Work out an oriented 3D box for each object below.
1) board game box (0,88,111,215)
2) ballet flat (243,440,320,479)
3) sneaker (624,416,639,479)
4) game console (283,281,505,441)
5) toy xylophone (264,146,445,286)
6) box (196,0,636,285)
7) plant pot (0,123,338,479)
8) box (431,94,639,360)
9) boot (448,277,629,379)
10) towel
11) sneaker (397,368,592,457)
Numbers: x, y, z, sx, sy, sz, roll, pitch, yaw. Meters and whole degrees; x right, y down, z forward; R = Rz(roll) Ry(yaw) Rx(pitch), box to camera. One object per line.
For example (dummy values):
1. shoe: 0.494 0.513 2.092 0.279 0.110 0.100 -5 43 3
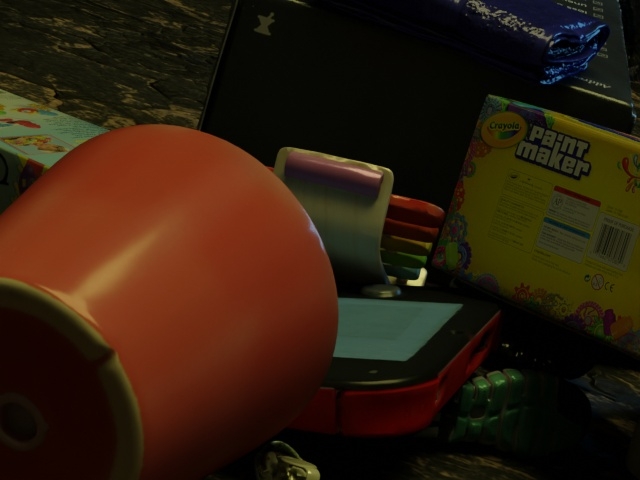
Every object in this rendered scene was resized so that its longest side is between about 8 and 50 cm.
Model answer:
1. board game box: -0.276 -0.039 1.725 0.275 0.142 0.144 22 21 40
2. ballet flat: -0.011 0.203 1.376 0.070 0.070 0.188 9 17 -29
3. sneaker: 0.438 0.204 1.750 0.290 0.123 0.106 16 25 0
4. game console: -0.034 0.086 1.651 0.342 0.060 0.386 7 11 16
5. toy xylophone: 0.000 0.000 1.890 0.236 0.081 0.323 15 -16 6
6. box: 0.121 -0.183 2.381 0.480 0.297 0.472 17 22 0
7. plant pot: -0.156 0.078 1.331 0.275 0.275 0.243 21 26 15
8. box: 0.316 0.005 1.758 0.279 0.177 0.290 12 9 -42
9. boot: 0.310 0.078 2.055 0.348 0.131 0.260 8 7 4
10. towel: 0.155 -0.260 2.139 0.308 0.076 0.227 26 18 20
11. sneaker: 0.142 0.144 1.739 0.223 0.083 0.098 8 12 -29
